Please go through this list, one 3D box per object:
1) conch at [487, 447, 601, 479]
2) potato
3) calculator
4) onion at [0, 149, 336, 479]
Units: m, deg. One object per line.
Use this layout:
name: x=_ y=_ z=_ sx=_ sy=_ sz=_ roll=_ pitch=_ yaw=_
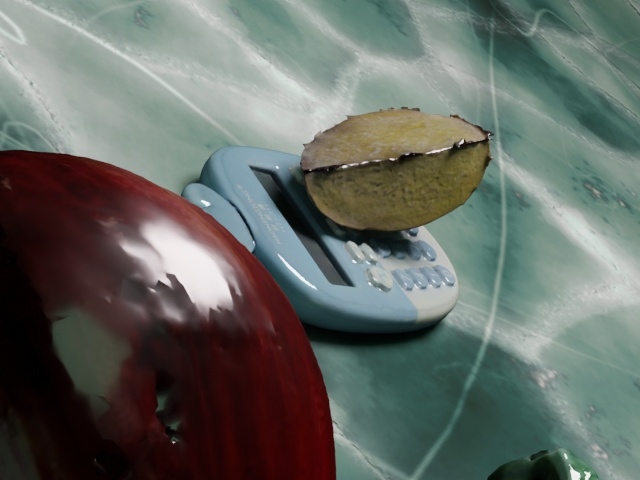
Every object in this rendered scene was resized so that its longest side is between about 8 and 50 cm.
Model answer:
conch: x=0.148 y=0.238 z=1.213 sx=0.134 sy=0.196 sz=0.202 roll=53 pitch=50 yaw=-7
potato: x=0.046 y=-0.047 z=1.525 sx=0.172 sy=0.089 sz=0.100 roll=-14 pitch=30 yaw=-25
calculator: x=0.000 y=0.000 z=1.499 sx=0.303 sy=0.042 sz=0.188 roll=5 pitch=43 yaw=-48
onion: x=-0.143 y=0.120 z=0.823 sx=0.341 sy=0.341 sz=0.341 roll=29 pitch=28 yaw=-18
